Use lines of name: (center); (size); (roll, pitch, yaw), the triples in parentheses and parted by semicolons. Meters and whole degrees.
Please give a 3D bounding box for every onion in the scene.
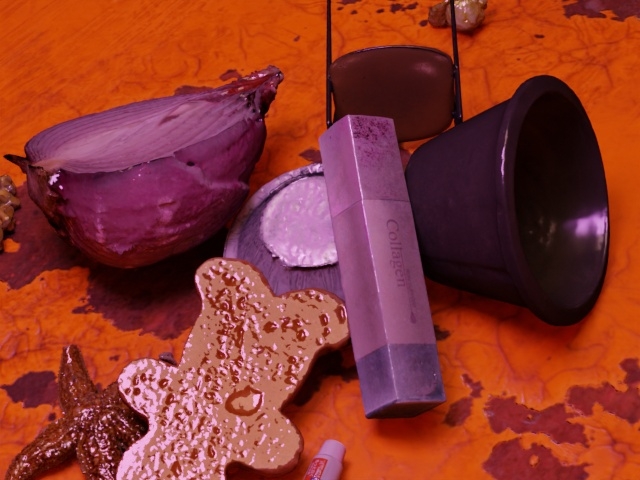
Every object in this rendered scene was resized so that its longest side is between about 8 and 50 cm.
onion: (-0.165, -0.076, 1.879); (0.348, 0.159, 0.267); (-23, 27, -26)

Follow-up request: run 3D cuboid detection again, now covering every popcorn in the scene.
popcorn: (0.179, -0.303, 2.122); (0.083, 0.059, 0.068); (-10, 44, 10)

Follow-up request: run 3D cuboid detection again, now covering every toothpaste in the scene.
toothpaste: (-0.022, 0.291, 1.589); (0.052, 0.033, 0.218); (9, 52, 22)

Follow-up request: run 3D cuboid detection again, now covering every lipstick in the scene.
lipstick: (0.062, 0.026, 1.703); (0.066, 0.068, 0.317); (2, 68, -31)

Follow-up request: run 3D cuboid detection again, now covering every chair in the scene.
chair: (0.089, -0.165, 1.939); (0.158, 0.172, 0.247); (-3, 38, 4)

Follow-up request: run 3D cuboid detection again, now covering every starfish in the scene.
starfish: (-0.233, 0.200, 1.703); (0.240, 0.043, 0.227); (-37, 51, -22)

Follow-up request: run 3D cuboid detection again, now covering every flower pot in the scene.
flower pot: (0.194, -0.035, 1.756); (0.166, 0.269, 0.269); (-8, 40, 34)

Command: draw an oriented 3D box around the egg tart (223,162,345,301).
egg tart: (0.000, 0.000, 1.808); (0.234, 0.094, 0.234); (-6, 55, 8)

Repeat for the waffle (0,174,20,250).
waffle: (-0.453, -0.031, 1.964); (0.191, 0.038, 0.191); (-4, 46, 5)

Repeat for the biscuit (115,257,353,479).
biscuit: (-0.107, 0.169, 1.669); (0.205, 0.049, 0.324); (21, 62, 6)
